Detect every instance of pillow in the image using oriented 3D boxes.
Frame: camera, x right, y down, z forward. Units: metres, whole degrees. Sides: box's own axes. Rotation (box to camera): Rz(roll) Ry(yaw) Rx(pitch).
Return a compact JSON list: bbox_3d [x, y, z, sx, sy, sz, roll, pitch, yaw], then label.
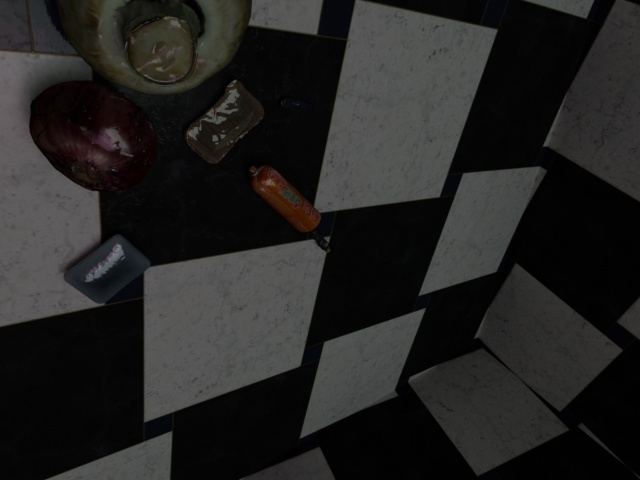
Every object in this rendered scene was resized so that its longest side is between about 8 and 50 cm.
[{"bbox_3d":[-0.248,-0.301,1.166,0.211,0.034,0.135,-47,140,1],"label":"pillow"}]

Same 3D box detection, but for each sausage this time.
[{"bbox_3d":[-0.113,-0.134,1.358,0.093,0.093,0.312,-48,138,-1],"label":"sausage"}]

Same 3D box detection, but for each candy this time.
[{"bbox_3d":[-0.549,0.075,1.165,0.174,0.071,0.138,-41,137,-10],"label":"candy"}]

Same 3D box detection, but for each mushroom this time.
[{"bbox_3d":[-0.301,-0.430,0.831,0.352,0.260,0.352,-13,149,-8],"label":"mushroom"}]

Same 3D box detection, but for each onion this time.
[{"bbox_3d":[-0.460,-0.223,0.942,0.252,0.219,0.252,3,141,2],"label":"onion"}]

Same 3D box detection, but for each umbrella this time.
[{"bbox_3d":[0.000,0.000,1.592,0.037,0.040,0.144,-51,140,-10],"label":"umbrella"}]

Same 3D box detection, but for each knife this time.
[{"bbox_3d":[-0.066,-0.383,1.268,0.121,0.018,0.031,0,113,-41],"label":"knife"}]
